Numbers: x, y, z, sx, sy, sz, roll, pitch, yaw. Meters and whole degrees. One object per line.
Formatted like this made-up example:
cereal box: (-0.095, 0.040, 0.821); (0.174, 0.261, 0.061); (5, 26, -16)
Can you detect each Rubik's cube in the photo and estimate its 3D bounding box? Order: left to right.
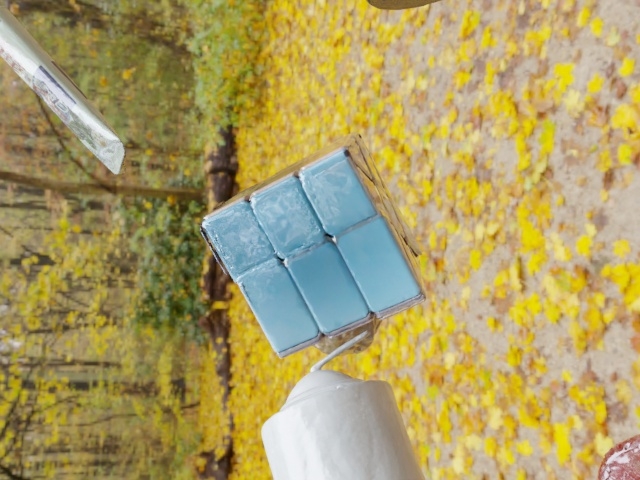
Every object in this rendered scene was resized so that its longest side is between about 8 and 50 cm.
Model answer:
Rubik's cube: (0.000, 0.000, 0.983); (0.231, 0.225, 0.221); (62, -167, -9)

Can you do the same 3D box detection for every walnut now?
walnut: (0.046, 0.140, 1.351); (0.178, 0.178, 0.230); (-102, 7, -45)

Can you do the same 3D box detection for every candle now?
candle: (0.036, 0.329, 0.992); (0.221, 0.221, 0.342); (112, 143, -53)

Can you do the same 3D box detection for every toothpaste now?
toothpaste: (-0.279, -0.164, 0.703); (0.233, 0.038, 0.060); (47, 148, 3)

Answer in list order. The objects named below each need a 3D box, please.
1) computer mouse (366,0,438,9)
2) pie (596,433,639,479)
computer mouse: (0.196, -0.472, 1.153); (0.270, 0.137, 0.086); (-6, 79, 31)
pie: (0.336, 0.247, 0.651); (0.036, 0.154, 0.154); (-34, -45, -62)
